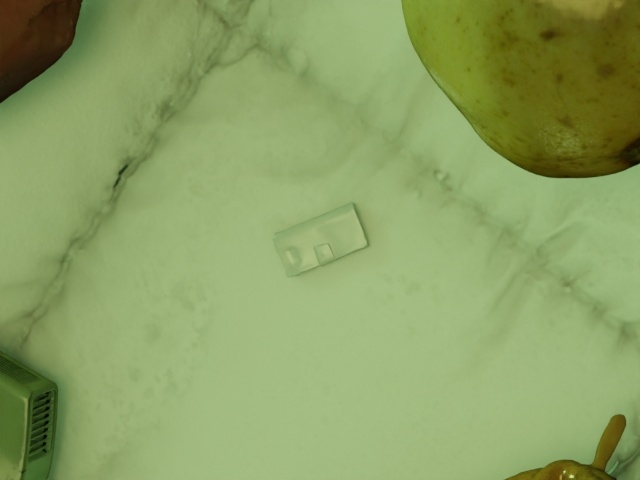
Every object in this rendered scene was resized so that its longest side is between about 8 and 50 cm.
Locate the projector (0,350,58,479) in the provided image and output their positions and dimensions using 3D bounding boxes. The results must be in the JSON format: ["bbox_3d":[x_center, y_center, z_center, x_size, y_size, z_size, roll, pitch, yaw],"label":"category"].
[{"bbox_3d":[-0.347,0.233,1.407,0.193,0.088,0.269,28,101,17],"label":"projector"}]

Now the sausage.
[{"bbox_3d":[-0.333,-0.190,1.362,0.279,0.152,0.152,-31,81,19],"label":"sausage"}]

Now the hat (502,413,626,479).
[{"bbox_3d":[0.183,0.240,1.186,0.244,0.233,0.233,20,79,47],"label":"hat"}]

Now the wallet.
[{"bbox_3d":[0.000,0.000,1.315,0.083,0.011,0.044,-22,84,19],"label":"wallet"}]

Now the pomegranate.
[{"bbox_3d":[0.204,-0.188,1.099,0.307,0.307,0.307,0,91,20],"label":"pomegranate"}]
